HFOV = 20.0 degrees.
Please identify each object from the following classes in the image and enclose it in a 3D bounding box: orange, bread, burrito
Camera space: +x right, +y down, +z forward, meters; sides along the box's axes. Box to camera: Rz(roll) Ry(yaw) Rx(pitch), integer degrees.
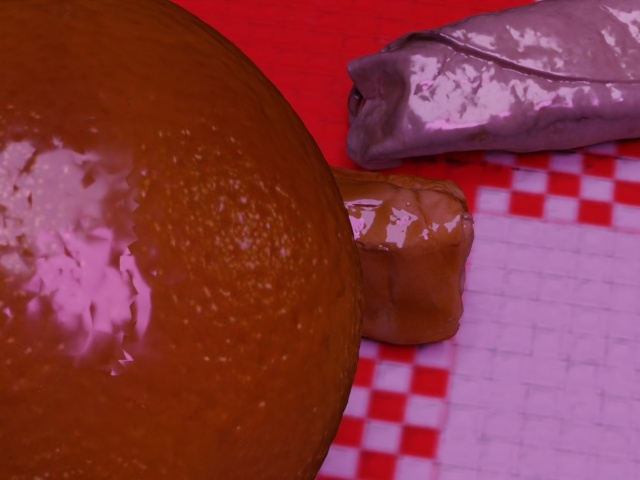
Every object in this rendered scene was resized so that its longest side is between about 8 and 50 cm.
[{"bbox_3d":[-0.094,0.021,0.645,0.236,0.236,0.236,1,48,-1],"label":"orange"},{"bbox_3d":[0.000,0.000,0.764,0.132,0.074,0.053,14,38,9],"label":"bread"},{"bbox_3d":[0.142,-0.083,0.850,0.275,0.059,0.082,-9,63,-9],"label":"burrito"}]
